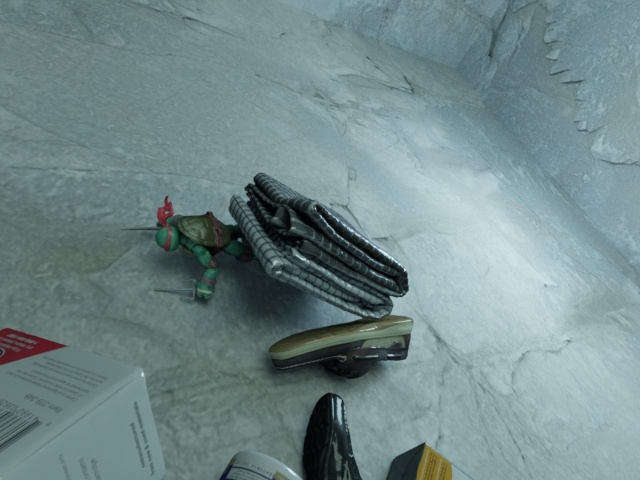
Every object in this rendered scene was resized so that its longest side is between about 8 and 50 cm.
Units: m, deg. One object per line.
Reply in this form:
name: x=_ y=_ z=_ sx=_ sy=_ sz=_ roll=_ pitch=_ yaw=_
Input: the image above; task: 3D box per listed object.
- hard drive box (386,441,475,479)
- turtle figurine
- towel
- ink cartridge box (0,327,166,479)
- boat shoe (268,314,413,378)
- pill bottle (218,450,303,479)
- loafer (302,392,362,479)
hard drive box: x=0.190 y=0.433 z=0.556 sx=0.232 sy=0.089 sz=0.181 roll=37 pitch=41 yaw=2
turtle figurine: x=-0.198 y=0.010 z=0.693 sx=0.234 sy=0.118 sz=0.175 roll=1 pitch=54 yaw=-43
towel: x=0.000 y=0.000 z=0.715 sx=0.283 sy=0.121 sz=0.235 roll=31 pitch=10 yaw=-37
ink cartridge box: x=-0.312 y=0.206 z=0.297 sx=0.226 sy=0.131 sz=0.306 roll=6 pitch=22 yaw=27
boat shoe: x=0.050 y=0.189 z=0.695 sx=0.285 sy=0.102 sz=0.093 roll=-3 pitch=86 yaw=-36
pill bottle: x=-0.095 y=0.341 z=0.434 sx=0.112 sy=0.112 sz=0.187 roll=36 pitch=40 yaw=1
loafer: x=0.021 y=0.327 z=0.561 sx=0.078 sy=0.076 sz=0.223 roll=21 pitch=46 yaw=-23
